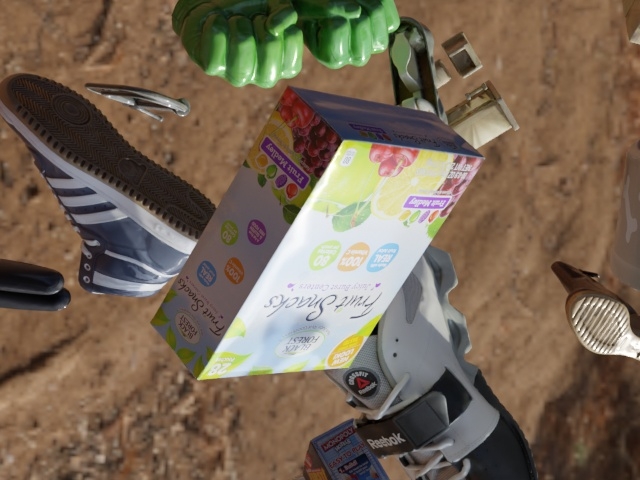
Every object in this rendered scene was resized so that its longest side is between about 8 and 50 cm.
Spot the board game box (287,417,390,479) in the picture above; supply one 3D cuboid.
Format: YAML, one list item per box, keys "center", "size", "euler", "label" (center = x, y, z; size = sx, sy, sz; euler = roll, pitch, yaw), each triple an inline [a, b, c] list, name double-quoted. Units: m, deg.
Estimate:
- center: [0.031, 0.292, 1.362]
  size: [0.060, 0.194, 0.194]
  euler: [-24, 90, -29]
  label: "board game box"

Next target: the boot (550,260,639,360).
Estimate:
- center: [0.424, 0.099, 2.052]
  size: [0.248, 0.207, 0.090]
  euler: [30, 104, -40]
  label: "boot"

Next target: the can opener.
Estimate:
- center: [-0.286, 0.031, 0.996]
  size: [0.059, 0.186, 0.073]
  euler: [96, 1, -67]
  label: "can opener"

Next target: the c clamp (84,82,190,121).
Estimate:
- center: [-0.216, -0.174, 1.573]
  size: [0.137, 0.160, 0.022]
  euler: [19, 86, -35]
  label: "c clamp"

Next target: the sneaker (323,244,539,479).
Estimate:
- center: [0.071, 0.137, 1.090]
  size: [0.146, 0.122, 0.331]
  euler: [-3, 64, -46]
  label: "sneaker"

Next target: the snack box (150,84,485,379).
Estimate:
- center: [0.000, 0.000, 0.918]
  size: [0.174, 0.070, 0.207]
  euler: [1, 128, -50]
  label: "snack box"

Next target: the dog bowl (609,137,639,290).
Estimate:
- center: [0.400, -0.039, 1.002]
  size: [0.349, 0.348, 0.102]
  euler: [-30, 116, -61]
  label: "dog bowl"

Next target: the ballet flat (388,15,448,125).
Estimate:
- center: [0.118, -0.187, 1.638]
  size: [0.068, 0.072, 0.213]
  euler: [22, 59, -63]
  label: "ballet flat"

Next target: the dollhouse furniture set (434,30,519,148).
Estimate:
- center: [0.169, -0.198, 1.892]
  size: [0.161, 0.182, 0.101]
  euler: [56, 9, -21]
  label: "dollhouse furniture set"

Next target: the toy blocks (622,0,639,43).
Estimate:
- center: [0.467, -0.421, 1.578]
  size: [0.261, 0.190, 0.381]
  euler: [113, -13, -46]
  label: "toy blocks"

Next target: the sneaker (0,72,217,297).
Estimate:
- center: [-0.256, -0.048, 1.389]
  size: [0.282, 0.153, 0.099]
  euler: [38, 38, -9]
  label: "sneaker"

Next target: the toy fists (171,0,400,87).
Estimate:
- center: [-0.034, -0.260, 1.530]
  size: [0.279, 0.142, 0.096]
  euler: [-16, 140, -30]
  label: "toy fists"
